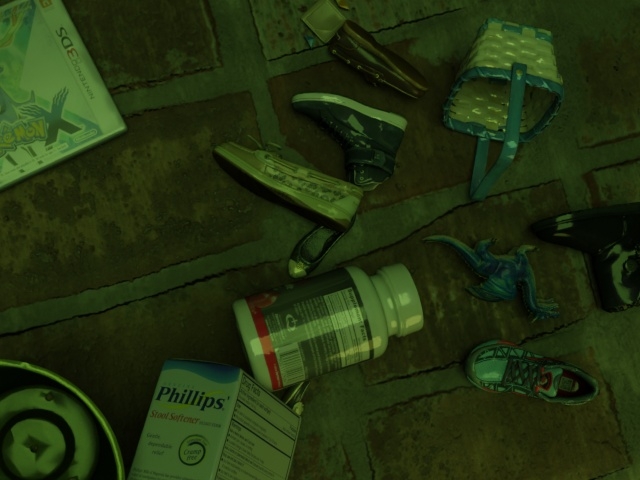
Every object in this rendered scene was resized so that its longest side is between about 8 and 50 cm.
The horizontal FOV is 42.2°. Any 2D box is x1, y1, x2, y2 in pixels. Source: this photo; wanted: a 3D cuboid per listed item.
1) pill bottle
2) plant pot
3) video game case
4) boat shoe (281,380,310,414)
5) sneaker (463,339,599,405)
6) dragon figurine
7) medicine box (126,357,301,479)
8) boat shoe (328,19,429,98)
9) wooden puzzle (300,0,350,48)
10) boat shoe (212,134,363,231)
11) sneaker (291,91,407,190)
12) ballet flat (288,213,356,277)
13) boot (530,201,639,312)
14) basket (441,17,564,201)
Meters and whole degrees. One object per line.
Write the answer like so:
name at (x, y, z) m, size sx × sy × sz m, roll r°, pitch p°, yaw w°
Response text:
pill bottle at (0.014, 0.146, 1.486) m, size 0.319 × 0.176 × 0.176 m, roll -16°, pitch 89°, yaw -10°
plant pot at (-0.479, 0.357, 1.307) m, size 0.367 × 0.353 × 0.366 m, roll 0°, pitch 87°, yaw -8°
video game case at (-0.563, -0.260, 1.494) m, size 0.329 × 0.036 × 0.300 m, roll -27°, pitch 91°, yaw -9°
boat shoe at (-0.056, 0.312, 1.530) m, size 0.043 × 0.049 × 0.137 m, roll 34°, pitch 84°, yaw -9°
sneaker at (0.404, 0.249, 1.566) m, size 0.262 × 0.125 × 0.104 m, roll 10°, pitch 84°, yaw -8°
dragon figurine at (0.332, 0.072, 1.587) m, size 0.289 × 0.085 × 0.144 m, roll 11°, pitch 84°, yaw -9°
medicine box at (-0.172, 0.374, 1.351) m, size 0.149 × 0.263 × 0.289 m, roll 2°, pitch 63°, yaw 23°
boat shoe at (0.111, -0.335, 1.593) m, size 0.207 × 0.073 × 0.073 m, roll 37°, pitch 119°, yaw -2°
wooden puzzle at (0.009, -0.427, 1.606) m, size 0.116 × 0.014 × 0.078 m, roll -38°, pitch 88°, yaw -9°
boat shoe at (-0.062, -0.114, 1.526) m, size 0.285 × 0.104 × 0.089 m, roll 28°, pitch 78°, yaw 0°
sneaker at (0.041, -0.180, 1.557) m, size 0.226 × 0.086 × 0.163 m, roll 16°, pitch 81°, yaw -9°
ballet flat at (0.000, 0.000, 1.558) m, size 0.057 × 0.049 × 0.173 m, roll 42°, pitch 81°, yaw -3°
boot at (0.544, 0.040, 1.616) m, size 0.247 × 0.094 × 0.207 m, roll -8°, pitch 84°, yaw -15°
basket at (0.331, -0.239, 1.523) m, size 0.201 × 0.255 × 0.288 m, roll 15°, pitch 74°, yaw -1°
